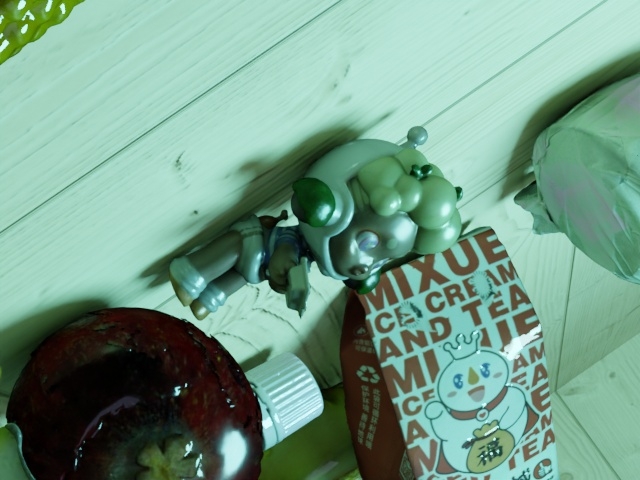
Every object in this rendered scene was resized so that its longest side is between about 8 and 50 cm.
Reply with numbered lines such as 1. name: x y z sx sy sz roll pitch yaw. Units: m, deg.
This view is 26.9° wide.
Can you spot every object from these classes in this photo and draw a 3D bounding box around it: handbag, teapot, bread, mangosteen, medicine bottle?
1. handbag: 0.115 0.137 1.278 0.171 0.151 0.298 -26 127 -18
2. teapot: 0.286 -0.057 1.148 0.178 0.163 0.221 -37 164 -18
3. bread: -0.004 0.224 1.455 0.213 0.104 0.213 -35 165 -11
4. mangosteen: -0.127 0.122 0.881 0.166 0.166 0.180 -29 -172 -19
5. medicine bottle: -0.096 0.173 1.177 0.203 0.083 0.083 -27 162 -19

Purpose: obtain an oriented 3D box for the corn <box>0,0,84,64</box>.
1. corn: -0.142 -0.077 0.395 0.262 0.097 0.097 -36 164 -13

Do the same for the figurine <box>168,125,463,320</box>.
1. figurine: 0.001 0.001 0.877 0.197 0.093 0.147 -34 152 1

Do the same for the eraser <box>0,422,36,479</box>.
1. eraser: -0.236 0.200 0.772 0.158 0.069 0.226 -32 167 -27
